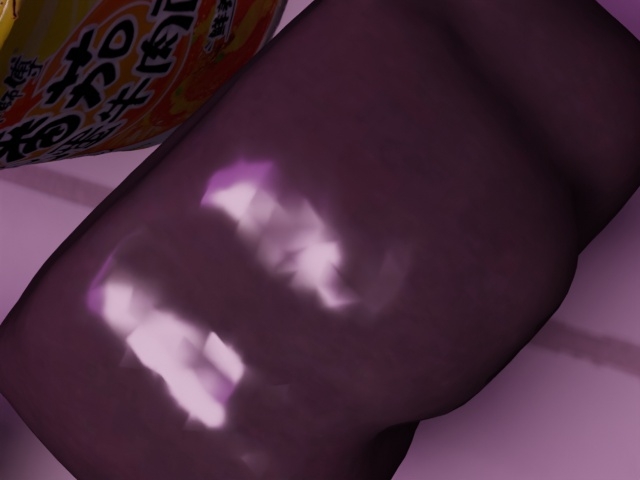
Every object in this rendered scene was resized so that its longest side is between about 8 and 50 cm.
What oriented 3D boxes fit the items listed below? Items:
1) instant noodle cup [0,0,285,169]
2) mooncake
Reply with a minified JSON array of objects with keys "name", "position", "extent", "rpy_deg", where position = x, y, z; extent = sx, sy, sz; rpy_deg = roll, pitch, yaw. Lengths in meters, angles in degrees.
[{"name":"instant noodle cup","position":[-0.142,-0.139,0.602],"extent":[0.264,0.200,0.264],"rpy_deg":[1,91,32]},{"name":"mooncake","position":[0.000,0.000,0.502],"extent":[0.133,0.245,0.245],"rpy_deg":[42,113,1]}]
